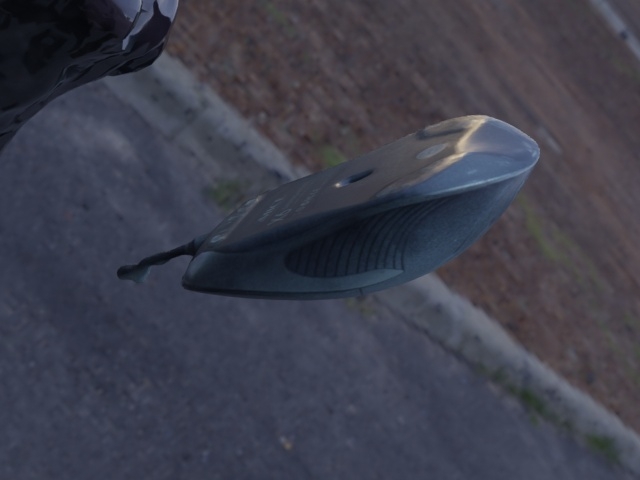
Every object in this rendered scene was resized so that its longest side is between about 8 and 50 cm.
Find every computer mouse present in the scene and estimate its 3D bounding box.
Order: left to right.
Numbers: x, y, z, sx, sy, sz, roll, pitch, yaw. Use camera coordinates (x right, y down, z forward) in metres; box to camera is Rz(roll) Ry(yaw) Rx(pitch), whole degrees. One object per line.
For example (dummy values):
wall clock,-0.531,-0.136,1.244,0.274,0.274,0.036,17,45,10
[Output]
computer mouse,0.000,0.000,1.163,0.090,0.379,0.167,66,29,-14

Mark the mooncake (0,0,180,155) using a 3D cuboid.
mooncake,-0.279,-0.142,0.877,0.351,0.381,0.212,56,16,8
